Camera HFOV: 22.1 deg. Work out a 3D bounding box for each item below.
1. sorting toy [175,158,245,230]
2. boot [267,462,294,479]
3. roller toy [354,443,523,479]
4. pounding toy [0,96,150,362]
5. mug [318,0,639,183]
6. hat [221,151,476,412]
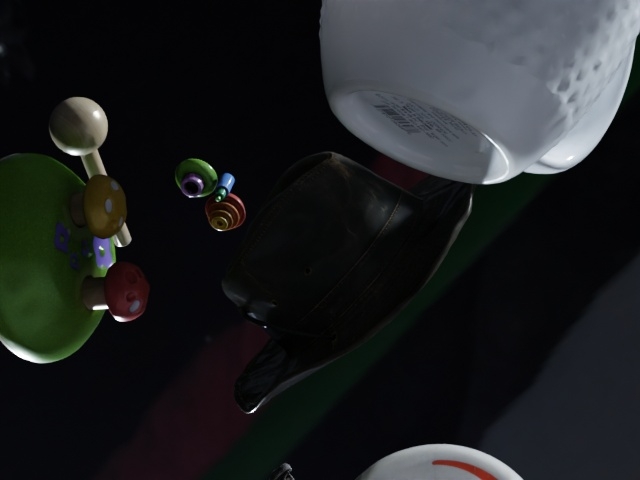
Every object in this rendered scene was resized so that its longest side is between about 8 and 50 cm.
[{"bbox_3d":[-0.128,-0.049,1.904,0.061,0.102,0.042,-35,20,34],"label":"sorting toy"},{"bbox_3d":[-0.081,0.421,1.942,0.229,0.091,0.263,-23,-69,-18],"label":"boot"},{"bbox_3d":[0.103,0.289,1.435,0.191,0.209,0.146,-40,-32,-21],"label":"roller toy"},{"bbox_3d":[-0.197,-0.006,1.422,0.110,0.237,0.183,-6,-56,22],"label":"pounding toy"},{"bbox_3d":[0.170,-0.206,1.415,0.374,0.276,0.328,41,-113,-47],"label":"mug"},{"bbox_3d":[0.000,0.000,1.528,0.331,0.134,0.331,-43,9,9],"label":"hat"}]
